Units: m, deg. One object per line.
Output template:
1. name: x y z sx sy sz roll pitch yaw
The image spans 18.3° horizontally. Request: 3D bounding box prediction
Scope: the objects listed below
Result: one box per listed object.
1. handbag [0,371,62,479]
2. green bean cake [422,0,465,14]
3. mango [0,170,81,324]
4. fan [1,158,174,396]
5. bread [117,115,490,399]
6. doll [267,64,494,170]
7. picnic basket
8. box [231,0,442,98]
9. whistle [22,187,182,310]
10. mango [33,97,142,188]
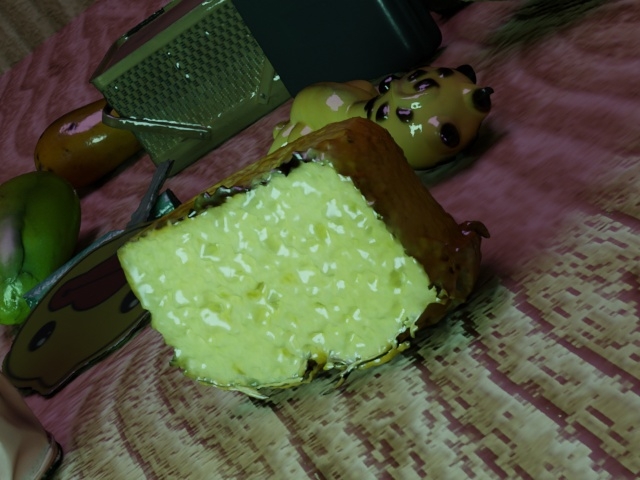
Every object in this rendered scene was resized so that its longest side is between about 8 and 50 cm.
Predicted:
1. handbag: -0.302 0.181 1.573 0.179 0.116 0.205 -31 18 24
2. green bean cake: 0.093 -0.335 2.027 0.107 0.193 0.208 -41 14 10
3. mango: -0.323 0.008 2.123 0.125 0.111 0.233 -42 24 30
4. fan: -0.195 0.030 1.881 0.229 0.011 0.335 -21 31 35
5. bread: -0.001 0.003 1.356 0.260 0.160 0.147 -29 11 48
6. doll: 0.046 -0.097 1.655 0.117 0.086 0.291 -40 18 -22
7. picnic basket: -0.113 -0.205 2.194 0.266 0.139 0.165 -32 17 19
8. box: 0.009 -0.227 1.953 0.050 0.160 0.230 -40 14 -31
9. whistle: -0.216 0.016 1.989 0.186 0.039 0.039 -36 16 9
10. mango: -0.268 -0.124 2.407 0.178 0.090 0.115 -25 12 15
